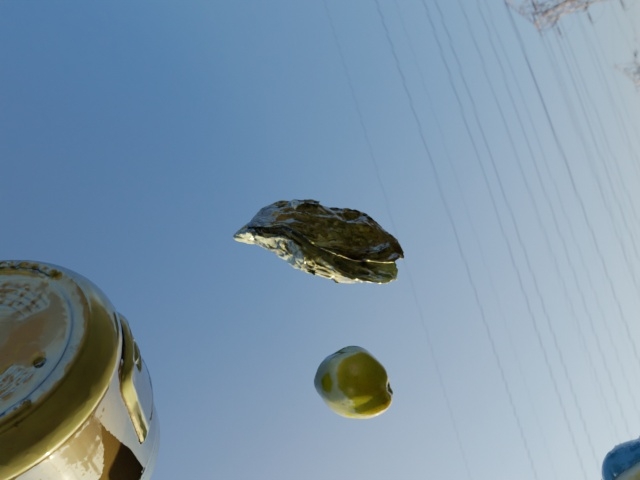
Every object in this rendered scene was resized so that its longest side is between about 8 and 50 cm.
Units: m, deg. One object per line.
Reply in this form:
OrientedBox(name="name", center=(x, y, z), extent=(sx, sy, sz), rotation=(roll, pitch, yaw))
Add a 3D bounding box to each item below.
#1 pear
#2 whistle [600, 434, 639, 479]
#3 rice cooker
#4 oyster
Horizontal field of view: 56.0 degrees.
OrientedBox(name="pear", center=(0.043, 0.172, 0.727), extent=(0.097, 0.092, 0.092), rotation=(28, -136, 11))
OrientedBox(name="whistle", center=(0.319, 0.212, 0.578), extent=(0.114, 0.235, 0.077), rotation=(-10, -130, -36))
OrientedBox(name="rice cooker", center=(-0.375, 0.227, 0.762), extent=(0.325, 0.335, 0.335), rotation=(88, -156, -44))
OrientedBox(name="oyster", center=(-0.005, 0.000, 1.224), extent=(0.162, 0.351, 0.158), rotation=(-74, -8, -79))
